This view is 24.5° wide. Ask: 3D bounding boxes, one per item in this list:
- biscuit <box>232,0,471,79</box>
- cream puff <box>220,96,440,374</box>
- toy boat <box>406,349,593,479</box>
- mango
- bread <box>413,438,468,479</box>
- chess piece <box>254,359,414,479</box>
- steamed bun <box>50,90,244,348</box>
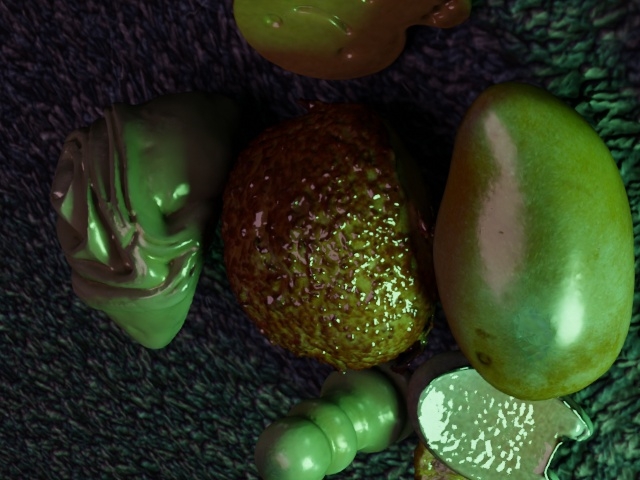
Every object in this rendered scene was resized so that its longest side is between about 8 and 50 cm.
[{"bbox_3d":[0.030,-0.293,1.661,0.275,0.052,0.355,24,145,-19],"label":"biscuit"},{"bbox_3d":[-0.002,-0.002,1.766,0.350,0.228,0.350,171,90,-69],"label":"cream puff"},{"bbox_3d":[0.207,0.212,1.769,0.227,0.085,0.155,26,103,-9],"label":"toy boat"},{"bbox_3d":[0.230,0.000,1.608,0.221,0.199,0.384,-10,116,11],"label":"mango"},{"bbox_3d":[0.180,0.241,1.852,0.105,0.076,0.233,17,108,10],"label":"bread"},{"bbox_3d":[0.012,0.245,1.889,0.133,0.243,0.133,17,119,33],"label":"chess piece"},{"bbox_3d":[-0.241,-0.047,1.913,0.219,0.310,0.324,18,157,-9],"label":"steamed bun"}]
